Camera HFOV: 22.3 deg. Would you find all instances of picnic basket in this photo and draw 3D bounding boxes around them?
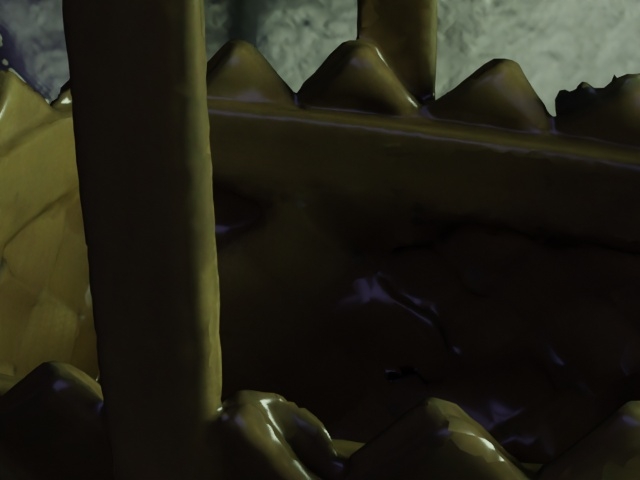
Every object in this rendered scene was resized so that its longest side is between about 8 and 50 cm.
[{"bbox_3d":[0.000,0.000,0.493,0.291,0.254,0.321,6,116,17],"label":"picnic basket"}]
